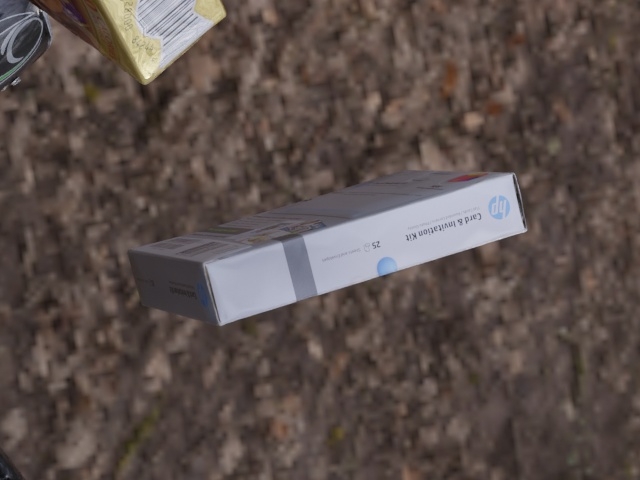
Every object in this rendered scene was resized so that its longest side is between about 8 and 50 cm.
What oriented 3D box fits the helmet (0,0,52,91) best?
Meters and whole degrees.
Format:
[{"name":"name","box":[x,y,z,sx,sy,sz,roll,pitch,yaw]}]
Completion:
[{"name":"helmet","box":[-0.268,-0.143,1.112,0.169,0.161,0.169,55,-14,22]}]

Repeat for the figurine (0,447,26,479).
[{"name":"figurine","box":[-0.304,0.121,0.998,0.209,0.215,0.092,56,-12,9]}]

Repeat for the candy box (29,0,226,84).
[{"name":"candy box","box":[-0.113,-0.156,0.687,0.053,0.109,0.186,-44,144,-13]}]

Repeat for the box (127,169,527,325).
[{"name":"box","box":[0.000,0.000,0.999,0.145,0.186,0.038,6,-67,67]}]
